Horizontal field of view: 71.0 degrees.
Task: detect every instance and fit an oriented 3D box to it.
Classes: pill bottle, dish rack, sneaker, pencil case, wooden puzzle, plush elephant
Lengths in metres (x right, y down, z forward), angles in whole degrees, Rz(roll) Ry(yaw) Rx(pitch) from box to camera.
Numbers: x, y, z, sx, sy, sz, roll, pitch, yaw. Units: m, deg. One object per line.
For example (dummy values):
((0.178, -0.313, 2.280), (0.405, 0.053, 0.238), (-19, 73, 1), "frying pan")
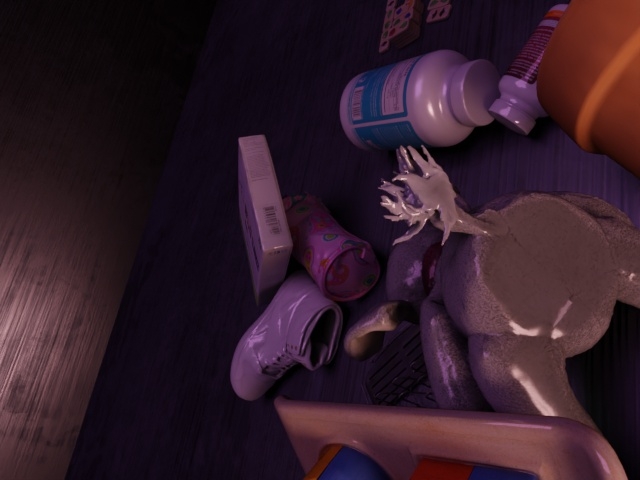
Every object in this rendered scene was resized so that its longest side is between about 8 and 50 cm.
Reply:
((0.300, -0.225, 0.605), (0.152, 0.086, 0.086), (-56, 35, 15), "pill bottle")
((0.136, 0.230, 0.582), (0.208, 0.074, 0.272), (-49, 38, 24), "dish rack")
((0.160, -0.226, 0.746), (0.264, 0.146, 0.146), (14, 83, 56), "pill bottle")
((-0.068, 0.212, 0.846), (0.293, 0.108, 0.169), (-61, 31, 7), "sneaker")
((0.000, 0.000, 0.863), (0.124, 0.124, 0.284), (-59, 33, 12), "pencil case")
((0.106, 0.300, 0.396), (0.347, 0.080, 0.322), (-14, 102, 47), "wooden puzzle")
((0.169, 0.060, 0.480), (0.272, 0.330, 0.255), (-50, -2, -11), "plush elephant")

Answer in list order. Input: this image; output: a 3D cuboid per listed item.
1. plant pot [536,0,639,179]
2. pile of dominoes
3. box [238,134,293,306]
((0.353, -0.129, 0.332), (0.291, 0.290, 0.204), (-41, 58, 33), "plant pot")
((0.201, -0.539, 0.964), (0.196, 0.040, 0.251), (-11, 63, 51), "pile of dominoes")
((-0.121, -0.023, 0.916), (0.322, 0.058, 0.232), (114, 144, -63), "box")
